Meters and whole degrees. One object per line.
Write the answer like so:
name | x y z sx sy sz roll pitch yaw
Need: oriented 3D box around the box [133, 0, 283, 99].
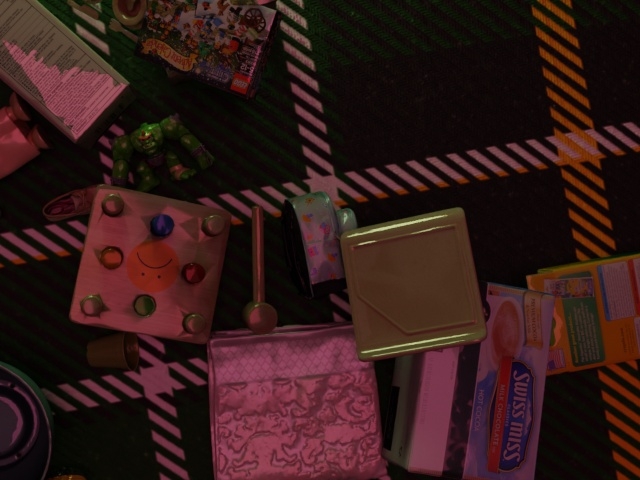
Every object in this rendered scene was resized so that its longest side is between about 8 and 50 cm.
box | -0.199 -0.362 1.423 0.233 0.044 0.159 22 102 11

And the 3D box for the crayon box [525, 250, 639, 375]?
crayon box | 0.563 0.137 1.601 0.323 0.083 0.203 -10 90 -7

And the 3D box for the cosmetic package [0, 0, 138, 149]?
cosmetic package | -0.497 -0.321 1.475 0.296 0.129 0.153 43 87 -4

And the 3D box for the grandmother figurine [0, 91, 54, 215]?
grandmother figurine | -0.663 -0.120 1.474 0.342 0.104 0.208 -31 101 -3

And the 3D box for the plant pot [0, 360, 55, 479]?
plant pot | -0.601 0.340 1.423 0.293 0.196 0.293 0 89 -6

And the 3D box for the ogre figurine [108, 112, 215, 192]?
ogre figurine | -0.313 -0.159 1.513 0.197 0.097 0.118 -16 108 15

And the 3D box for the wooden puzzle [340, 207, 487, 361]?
wooden puzzle | 0.155 0.075 1.372 0.221 0.044 0.239 -12 71 14

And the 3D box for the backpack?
backpack | 0.000 0.000 1.503 0.144 0.166 0.188 -20 95 -8

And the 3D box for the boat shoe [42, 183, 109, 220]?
boat shoe | -0.456 -0.070 1.517 0.135 0.045 0.050 -24 92 -6

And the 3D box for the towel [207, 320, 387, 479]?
towel | -0.048 0.319 1.553 0.331 0.053 0.317 -5 90 -5

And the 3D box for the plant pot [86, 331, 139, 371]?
plant pot | -0.391 0.207 1.511 0.079 0.083 0.083 -7 90 6

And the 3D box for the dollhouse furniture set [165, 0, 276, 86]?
dollhouse furniture set | -0.213 -0.433 1.488 0.242 0.161 0.212 -20 92 -6

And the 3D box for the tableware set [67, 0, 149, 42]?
tableware set | -0.388 -0.455 1.475 0.194 0.039 0.128 32 113 17

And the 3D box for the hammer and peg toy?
hammer and peg toy | -0.254 0.050 1.485 0.361 0.127 0.266 11 83 -16

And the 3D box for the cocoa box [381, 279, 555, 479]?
cocoa box | 0.265 0.254 1.478 0.228 0.231 0.347 10 81 -6

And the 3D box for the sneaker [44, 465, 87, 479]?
sneaker | -0.543 0.508 1.487 0.262 0.099 0.121 -20 99 2
